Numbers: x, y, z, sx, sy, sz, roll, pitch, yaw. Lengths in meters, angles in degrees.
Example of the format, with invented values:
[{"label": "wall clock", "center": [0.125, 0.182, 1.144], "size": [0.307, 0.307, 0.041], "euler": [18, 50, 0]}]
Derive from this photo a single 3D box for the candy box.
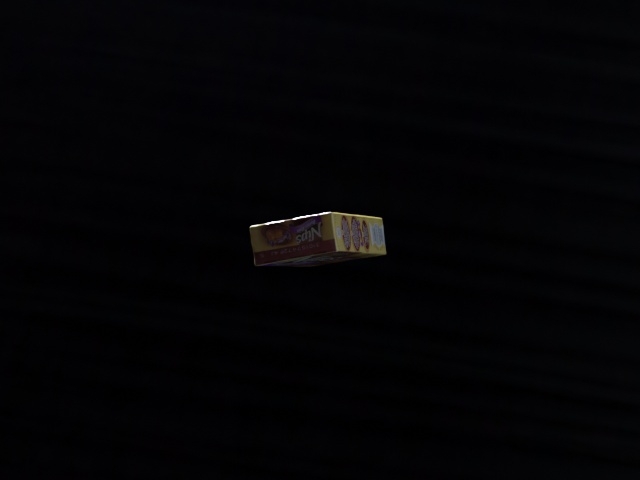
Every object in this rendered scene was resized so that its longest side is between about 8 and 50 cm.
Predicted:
[{"label": "candy box", "center": [0.000, 0.000, 2.092], "size": [0.187, 0.109, 0.053], "euler": [0, -99, -70]}]
